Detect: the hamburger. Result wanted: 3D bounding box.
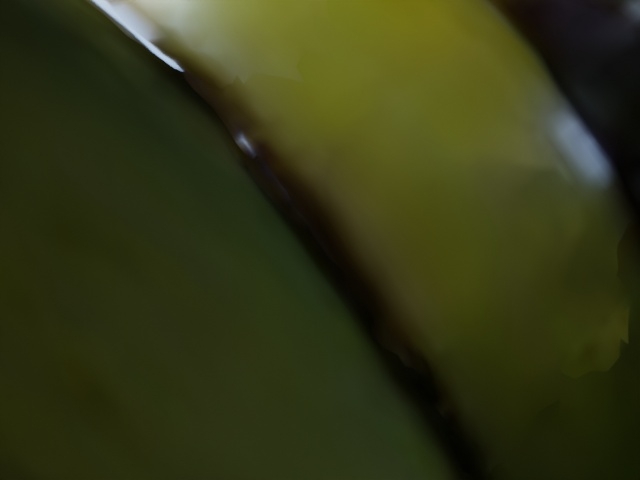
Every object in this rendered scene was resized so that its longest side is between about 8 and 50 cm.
[{"bbox_3d":[0.000,0.000,0.615,0.277,0.396,0.395,-33,16,-38],"label":"hamburger"}]
